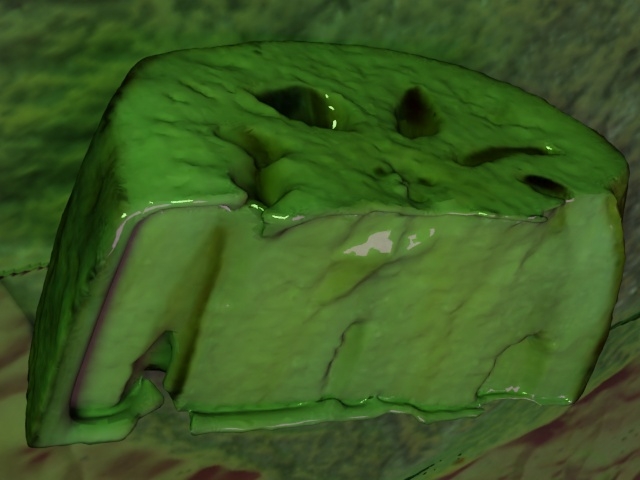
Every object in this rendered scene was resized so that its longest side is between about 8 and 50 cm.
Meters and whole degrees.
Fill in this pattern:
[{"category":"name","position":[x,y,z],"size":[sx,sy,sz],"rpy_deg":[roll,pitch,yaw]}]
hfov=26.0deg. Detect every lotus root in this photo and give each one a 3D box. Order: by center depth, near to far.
[{"category":"lotus root","position":[0.000,0.000,0.520],"size":[0.235,0.138,0.119],"rpy_deg":[-5,127,-31]}]
